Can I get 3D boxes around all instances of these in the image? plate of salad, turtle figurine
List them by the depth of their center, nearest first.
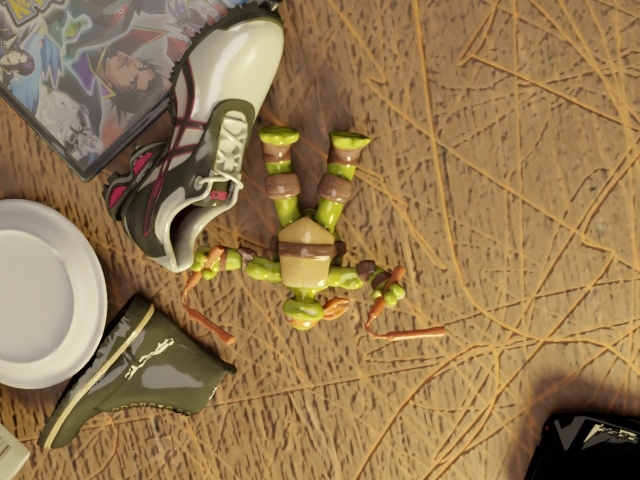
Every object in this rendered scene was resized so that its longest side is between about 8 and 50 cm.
[{"bbox_3d":[0.000,0.000,1.371,0.270,0.087,0.217,7,101,13],"label":"turtle figurine"},{"bbox_3d":[-0.306,0.055,1.432,0.200,0.048,0.199,3,99,18],"label":"plate of salad"}]

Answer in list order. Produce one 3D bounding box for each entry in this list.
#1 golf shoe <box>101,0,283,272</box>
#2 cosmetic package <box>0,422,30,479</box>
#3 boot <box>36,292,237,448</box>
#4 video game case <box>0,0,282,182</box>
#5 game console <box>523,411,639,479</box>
[{"bbox_3d":[-0.099,-0.096,1.322,0.105,0.120,0.273,8,123,-44],"label":"golf shoe"},{"bbox_3d":[-0.535,0.192,1.415,0.377,0.097,0.284,45,108,-5],"label":"cosmetic package"},{"bbox_3d":[-0.196,0.171,1.455,0.137,0.077,0.198,35,109,-11],"label":"boot"},{"bbox_3d":[-0.219,-0.234,1.347,0.275,0.035,0.248,-41,100,16],"label":"video game case"},{"bbox_3d":[0.299,0.353,1.474,0.213,0.044,0.361,16,109,1],"label":"game console"}]
